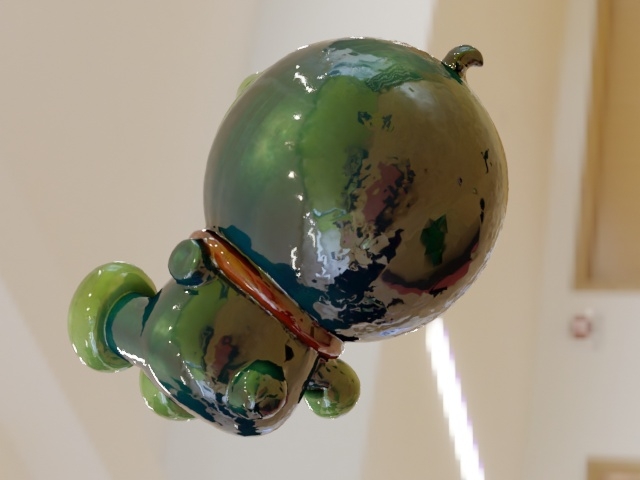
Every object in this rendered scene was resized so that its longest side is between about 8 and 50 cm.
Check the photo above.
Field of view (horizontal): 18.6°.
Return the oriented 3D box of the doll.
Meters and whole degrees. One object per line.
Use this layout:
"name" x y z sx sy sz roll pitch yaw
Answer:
"doll" -0.001 0.000 1.271 0.198 0.186 0.322 35 -89 -38
